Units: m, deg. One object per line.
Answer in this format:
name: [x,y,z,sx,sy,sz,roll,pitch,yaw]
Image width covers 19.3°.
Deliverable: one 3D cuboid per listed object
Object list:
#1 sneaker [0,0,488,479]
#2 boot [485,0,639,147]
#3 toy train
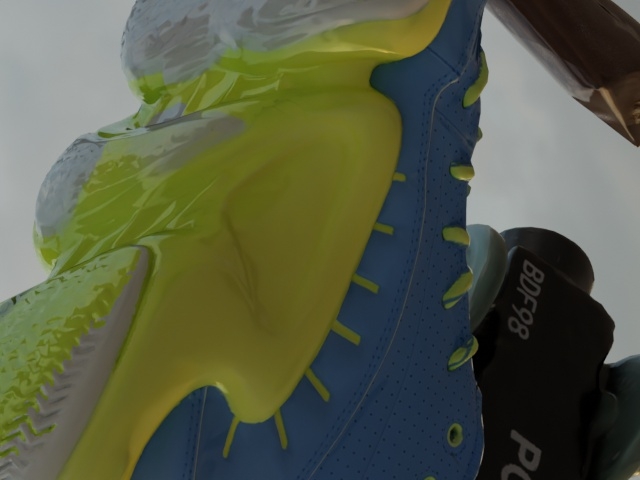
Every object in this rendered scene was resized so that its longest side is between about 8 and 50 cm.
sneaker: [0.000,0.000,0.466,0.126,0.091,0.240,46,-112,-32]
boot: [0.055,-0.075,0.567,0.106,0.037,0.114,-11,-123,-50]
toy train: [0.026,0.138,0.751,0.142,0.190,0.334,37,-135,-17]
